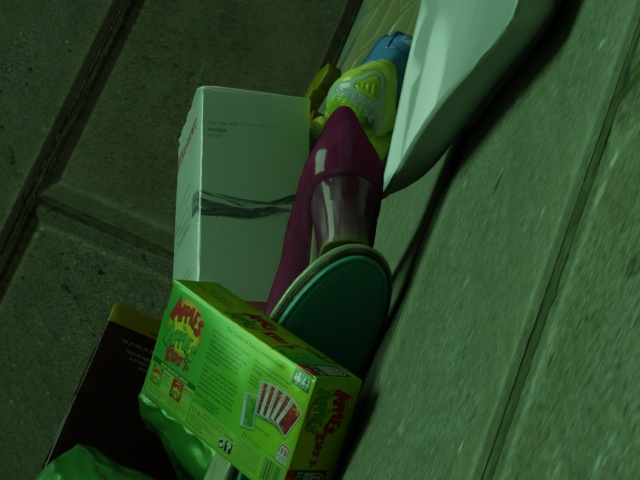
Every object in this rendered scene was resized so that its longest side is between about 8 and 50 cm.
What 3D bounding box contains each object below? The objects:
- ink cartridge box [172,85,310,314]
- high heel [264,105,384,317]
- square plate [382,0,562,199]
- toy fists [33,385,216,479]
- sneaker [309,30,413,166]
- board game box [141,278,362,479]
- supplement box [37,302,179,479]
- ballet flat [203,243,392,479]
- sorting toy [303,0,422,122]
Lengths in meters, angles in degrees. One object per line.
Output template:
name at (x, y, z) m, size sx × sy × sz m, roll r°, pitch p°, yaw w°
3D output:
ink cartridge box at (-0.083, 0.010, 1.898) m, size 0.207 × 0.117 × 0.283 m, roll 125°, pitch 148°, yaw -71°
high heel at (0.000, 0.000, 1.470) m, size 0.244 × 0.082 × 0.117 m, roll 100°, pitch 171°, yaw -63°
square plate at (0.135, -0.230, 1.338) m, size 0.347 × 0.049 × 0.344 m, roll 124°, pitch 161°, yaw -68°
toy fists at (-0.116, 0.193, 1.505) m, size 0.279 × 0.096 × 0.142 m, roll -42°, pitch 39°, yaw -17°
sneaker at (0.059, -0.132, 1.881) m, size 0.126 × 0.091 × 0.240 m, roll -48°, pitch -2°, yaw -18°
board game box at (-0.052, 0.103, 1.322) m, size 0.181 × 0.043 × 0.092 m, roll 31°, pitch 108°, yaw 48°
supplement box at (-0.139, 0.194, 1.660) m, size 0.129 × 0.191 × 0.194 m, roll 122°, pitch 169°, yaw -62°
ballet flat at (-0.023, 0.106, 1.392) m, size 0.086 × 0.086 × 0.248 m, roll -86°, pitch 21°, yaw -78°
sorting toy at (0.063, -0.215, 2.151) m, size 0.307 × 0.041 × 0.229 m, roll -40°, pitch 28°, yaw 54°
